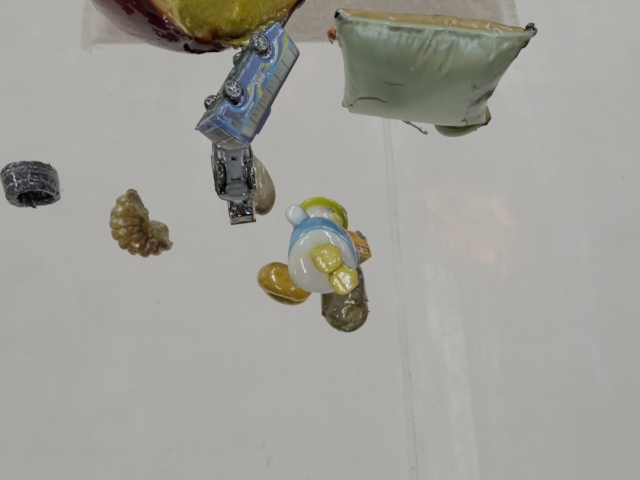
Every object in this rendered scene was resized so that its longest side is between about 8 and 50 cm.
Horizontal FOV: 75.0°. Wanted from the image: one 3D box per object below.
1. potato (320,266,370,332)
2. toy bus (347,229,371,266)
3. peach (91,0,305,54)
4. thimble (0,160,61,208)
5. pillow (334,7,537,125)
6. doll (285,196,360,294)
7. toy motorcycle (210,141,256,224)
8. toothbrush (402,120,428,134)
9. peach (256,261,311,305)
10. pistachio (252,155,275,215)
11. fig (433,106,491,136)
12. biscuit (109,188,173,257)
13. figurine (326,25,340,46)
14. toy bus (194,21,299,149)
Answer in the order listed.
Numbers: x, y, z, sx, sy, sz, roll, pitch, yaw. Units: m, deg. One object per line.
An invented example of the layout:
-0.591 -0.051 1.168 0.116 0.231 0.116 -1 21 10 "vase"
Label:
0.073 0.157 1.310 0.165 0.165 0.261 -5 95 -3 "potato"
0.044 0.012 0.961 0.070 0.162 0.074 -38 56 29 "toy bus"
-0.189 -0.515 0.697 0.418 0.339 0.352 -8 63 -7 "peach"
-0.556 -0.107 0.805 0.095 0.104 0.066 -11 80 -44 "thimble"
0.180 -0.303 0.767 0.311 0.312 0.119 7 80 8 "pillow"
0.000 -0.001 0.624 0.135 0.241 0.098 22 114 -10 "doll"
-0.194 -0.181 0.929 0.091 0.157 0.262 -7 74 -8 "toy motorcycle"
0.265 -0.383 1.323 0.194 0.017 0.014 43 105 32 "toothbrush"
-0.108 0.131 1.254 0.180 0.179 0.103 19 70 3 "peach"
-0.221 -0.180 1.303 0.136 0.136 0.225 -21 85 -8 "pistachio"
0.586 -0.513 1.724 0.225 0.203 0.203 33 75 28 "fig"
-0.422 -0.022 0.983 0.061 0.183 0.118 18 57 38 "biscuit"
0.046 -0.614 1.253 0.047 0.064 0.109 -19 40 4 "figurine"
-0.076 -0.167 0.452 0.061 0.051 0.152 37 63 -33 "toy bus"
